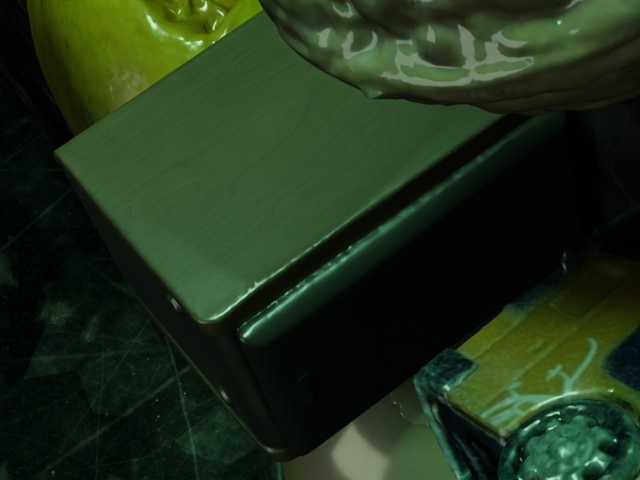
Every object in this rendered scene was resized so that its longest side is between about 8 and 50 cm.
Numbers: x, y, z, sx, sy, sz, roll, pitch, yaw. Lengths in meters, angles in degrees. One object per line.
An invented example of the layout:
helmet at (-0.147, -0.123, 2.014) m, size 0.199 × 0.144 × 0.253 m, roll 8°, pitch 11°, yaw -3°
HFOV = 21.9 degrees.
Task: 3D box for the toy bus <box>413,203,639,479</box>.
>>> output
toy bus at (0.201, 0.111, 0.634) m, size 0.323 × 0.194 × 0.162 m, roll 32°, pitch 156°, yaw 55°

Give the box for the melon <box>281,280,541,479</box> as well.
melon at (0.087, 0.134, 1.082) m, size 0.223 × 0.223 × 0.317 m, roll 48°, pitch 166°, yaw 29°

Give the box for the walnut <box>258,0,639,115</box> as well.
walnut at (0.060, -0.126, 0.604) m, size 0.230 × 0.178 × 0.178 m, roll 26°, pitch 152°, yaw 43°

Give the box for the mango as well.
mango at (-0.109, -0.124, 1.172) m, size 0.365 × 0.182 × 0.253 m, roll 30°, pitch 147°, yaw 50°

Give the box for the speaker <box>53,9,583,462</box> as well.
speaker at (0.006, -0.026, 0.917) m, size 0.192 × 0.231 × 0.153 m, roll 46°, pitch 166°, yaw 37°
